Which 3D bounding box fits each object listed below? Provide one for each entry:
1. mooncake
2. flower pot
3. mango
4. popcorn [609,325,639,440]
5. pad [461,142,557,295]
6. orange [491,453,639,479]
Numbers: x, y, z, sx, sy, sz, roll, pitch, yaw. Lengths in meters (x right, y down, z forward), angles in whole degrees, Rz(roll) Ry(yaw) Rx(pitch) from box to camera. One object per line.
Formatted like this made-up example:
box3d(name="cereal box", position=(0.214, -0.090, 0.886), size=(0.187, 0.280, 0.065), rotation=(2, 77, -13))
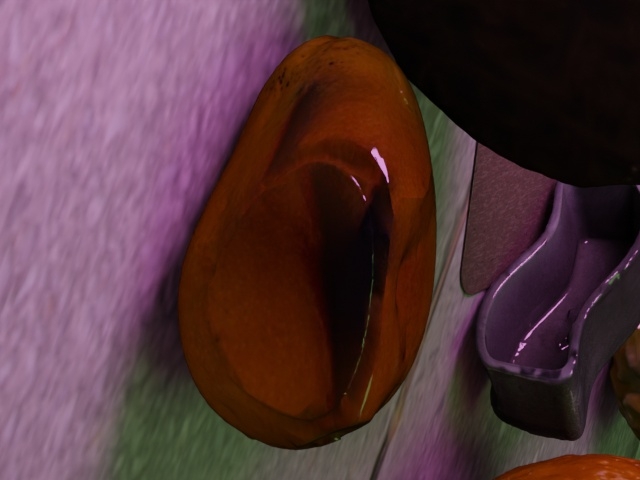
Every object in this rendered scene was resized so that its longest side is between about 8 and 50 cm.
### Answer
box3d(name="mooncake", position=(0.153, -0.173, 0.755), size=(0.161, 0.290, 0.290), rotation=(-46, 139, -27))
box3d(name="flower pot", position=(0.220, 0.054, 1.122), size=(0.229, 0.103, 0.108), rotation=(-55, 146, -27))
box3d(name="mango", position=(0.000, 0.000, 0.738), size=(0.166, 0.136, 0.236), rotation=(6, 95, -72))
box3d(name="popcorn", position=(0.449, 0.143, 1.384), size=(0.225, 0.276, 0.276), rotation=(-30, 129, -62))
box3d(name="pad", position=(0.196, -0.059, 1.133), size=(0.266, 0.002, 0.176), rotation=(-20, 121, -53))
box3d(name="orange", position=(0.228, 0.337, 1.061), size=(0.293, 0.340, 0.341), rotation=(-79, 166, -57))
